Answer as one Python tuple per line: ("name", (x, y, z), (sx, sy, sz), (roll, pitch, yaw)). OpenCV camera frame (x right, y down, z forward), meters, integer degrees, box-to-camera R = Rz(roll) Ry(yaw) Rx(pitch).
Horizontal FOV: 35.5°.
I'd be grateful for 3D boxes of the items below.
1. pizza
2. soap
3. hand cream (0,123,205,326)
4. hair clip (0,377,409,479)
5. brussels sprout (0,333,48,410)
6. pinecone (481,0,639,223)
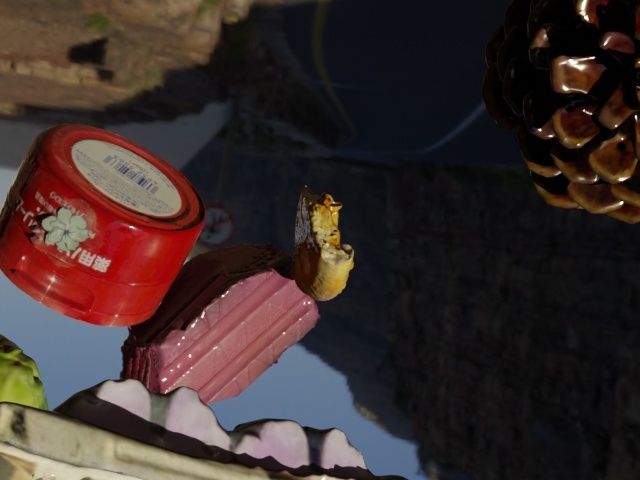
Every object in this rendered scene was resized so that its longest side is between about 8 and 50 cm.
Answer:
("pizza", (0.000, 0.000, 1.266), (0.062, 0.161, 0.182), (-8, 155, -12))
("soap", (-0.146, 0.125, 1.364), (0.112, 0.289, 0.182), (24, 150, 44))
("hand cream", (-0.258, -0.022, 1.175), (0.230, 0.149, 0.230), (29, -160, -12))
("hair clip", (-0.066, 0.133, 0.558), (0.292, 0.106, 0.084), (16, 138, -26))
("brussels sprout", (-0.388, 0.210, 1.110), (0.161, 0.223, 0.223), (15, 178, -22))
("pinecone", (0.253, -0.133, 0.795), (0.246, 0.246, 0.292), (9, -172, 8))
